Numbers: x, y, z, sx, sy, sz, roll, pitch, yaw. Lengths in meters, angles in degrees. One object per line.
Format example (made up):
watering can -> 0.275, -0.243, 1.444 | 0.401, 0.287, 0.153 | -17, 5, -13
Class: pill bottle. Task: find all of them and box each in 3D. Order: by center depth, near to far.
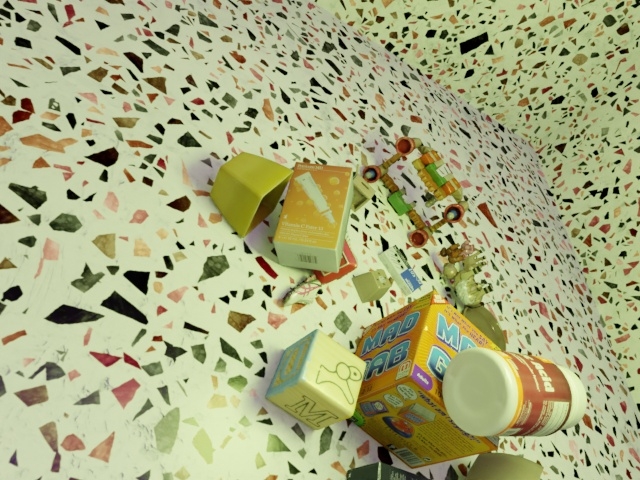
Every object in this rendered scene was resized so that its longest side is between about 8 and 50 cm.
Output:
pill bottle -> 0.551, 0.427, 1.347 | 0.392, 0.224, 0.224 | 15, 52, -33

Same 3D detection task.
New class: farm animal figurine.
farm animal figurine -> 0.653, 0.161, 2.206 | 0.330, 0.172, 0.326 | 16, 49, -47

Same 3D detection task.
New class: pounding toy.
pounding toy -> 0.156, -0.226, 2.082 | 0.141, 0.130, 0.100 | 44, 42, -7

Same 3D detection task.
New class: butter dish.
butter dish -> 0.041, 0.072, 1.788 | 0.160, 0.160, 0.118 | 64, 1, 14

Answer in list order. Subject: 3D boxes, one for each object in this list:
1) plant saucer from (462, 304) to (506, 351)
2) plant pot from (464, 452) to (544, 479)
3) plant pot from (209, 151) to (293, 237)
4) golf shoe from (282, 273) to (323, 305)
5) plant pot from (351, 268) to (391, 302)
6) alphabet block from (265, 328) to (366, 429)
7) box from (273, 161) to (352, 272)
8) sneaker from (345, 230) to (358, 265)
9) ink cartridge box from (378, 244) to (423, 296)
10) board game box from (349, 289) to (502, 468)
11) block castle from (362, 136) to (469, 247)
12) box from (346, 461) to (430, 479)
plant saucer -> 0.731, 0.417, 2.180 | 0.278, 0.041, 0.278 | 23, 49, -28
plant pot -> 0.595, 0.833, 1.627 | 0.191, 0.284, 0.284 | 28, 33, 29
plant pot -> -0.252, -0.177, 1.658 | 0.187, 0.212, 0.212 | 36, 42, 4
golf shoe -> -0.054, 0.184, 1.654 | 0.086, 0.067, 0.186 | 55, 42, 3
plant pot -> 0.206, 0.167, 1.867 | 0.109, 0.096, 0.109 | -5, 64, -43
alphabet block -> -0.011, 0.414, 1.433 | 0.197, 0.193, 0.192 | 38, 44, -13
box -> -0.014, -0.085, 1.701 | 0.215, 0.168, 0.345 | 7, 59, 9
sneaker -> 0.075, 0.009, 1.873 | 0.228, 0.092, 0.087 | 53, 40, 2
ink cartridge box -> 0.340, 0.126, 2.049 | 0.097, 0.046, 0.207 | -25, 79, -46
board game box -> 0.334, 0.457, 1.573 | 0.356, 0.356, 0.356 | 41, 43, -10
block castle -> 0.431, -0.224, 2.193 | 0.453, 0.303, 0.213 | 55, 36, 5
box -> 0.198, 0.738, 1.409 | 0.207, 0.153, 0.108 | 27, 47, -22
